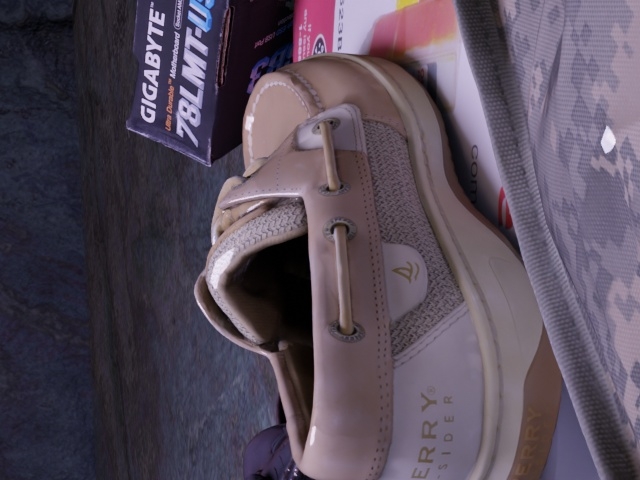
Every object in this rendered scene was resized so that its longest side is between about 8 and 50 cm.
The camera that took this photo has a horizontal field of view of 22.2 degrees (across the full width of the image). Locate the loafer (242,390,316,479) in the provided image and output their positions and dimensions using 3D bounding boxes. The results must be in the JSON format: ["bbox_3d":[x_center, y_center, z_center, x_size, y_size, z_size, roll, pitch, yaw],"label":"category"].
[{"bbox_3d":[-0.014,0.152,1.024,0.109,0.095,0.302,-62,-5,13],"label":"loafer"}]

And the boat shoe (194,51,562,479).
[{"bbox_3d":[0.000,0.000,0.665,0.302,0.098,0.109,-116,32,-58],"label":"boat shoe"}]

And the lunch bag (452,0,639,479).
[{"bbox_3d":[0.161,-0.088,0.435,0.169,0.235,0.287,98,163,-46],"label":"lunch bag"}]

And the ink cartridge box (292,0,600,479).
[{"bbox_3d":[0.106,-0.009,0.774,0.384,0.160,0.279,-171,81,-74],"label":"ink cartridge box"}]

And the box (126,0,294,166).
[{"bbox_3d":[0.007,-0.231,0.977,0.073,0.295,0.293,28,129,21],"label":"box"}]
